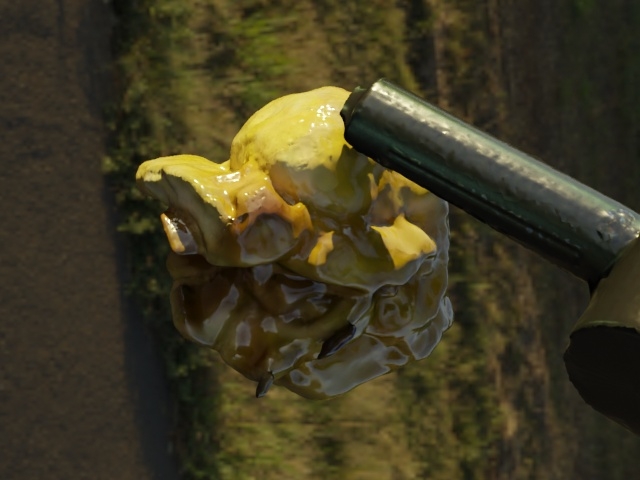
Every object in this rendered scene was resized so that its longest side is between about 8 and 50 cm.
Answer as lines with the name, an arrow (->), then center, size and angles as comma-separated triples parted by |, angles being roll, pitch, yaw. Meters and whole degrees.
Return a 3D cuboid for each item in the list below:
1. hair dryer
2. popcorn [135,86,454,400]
hair dryer -> 0.168, -0.048, 0.771 | 0.244, 0.302, 0.116 | -52, 166, -28
popcorn -> -0.003, -0.003, 0.877 | 0.253, 0.190, 0.191 | 15, 37, -57
